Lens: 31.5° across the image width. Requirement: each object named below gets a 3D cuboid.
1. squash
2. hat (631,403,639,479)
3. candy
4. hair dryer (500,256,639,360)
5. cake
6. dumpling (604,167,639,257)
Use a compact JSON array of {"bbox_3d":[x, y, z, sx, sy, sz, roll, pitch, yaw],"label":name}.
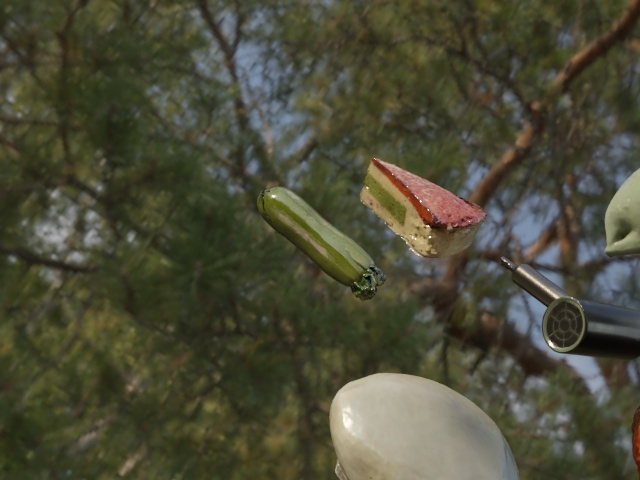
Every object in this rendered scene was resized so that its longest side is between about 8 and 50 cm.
[{"bbox_3d":[0.000,0.000,1.262,0.183,0.052,0.052,38,-26,23],"label":"squash"},{"bbox_3d":[0.553,0.387,1.532,0.285,0.285,0.400,8,-77,32],"label":"hat"},{"bbox_3d":[0.207,0.414,2.213,0.427,0.386,0.186,27,-58,-14],"label":"candy"},{"bbox_3d":[0.356,0.086,1.630,0.196,0.078,0.248,11,22,-38],"label":"hair dryer"},{"bbox_3d":[0.143,-0.047,1.813,0.220,0.117,0.086,28,-65,18],"label":"cake"},{"bbox_3d":[0.445,-0.043,1.382,0.149,0.105,0.217,34,-64,-31],"label":"dumpling"}]
